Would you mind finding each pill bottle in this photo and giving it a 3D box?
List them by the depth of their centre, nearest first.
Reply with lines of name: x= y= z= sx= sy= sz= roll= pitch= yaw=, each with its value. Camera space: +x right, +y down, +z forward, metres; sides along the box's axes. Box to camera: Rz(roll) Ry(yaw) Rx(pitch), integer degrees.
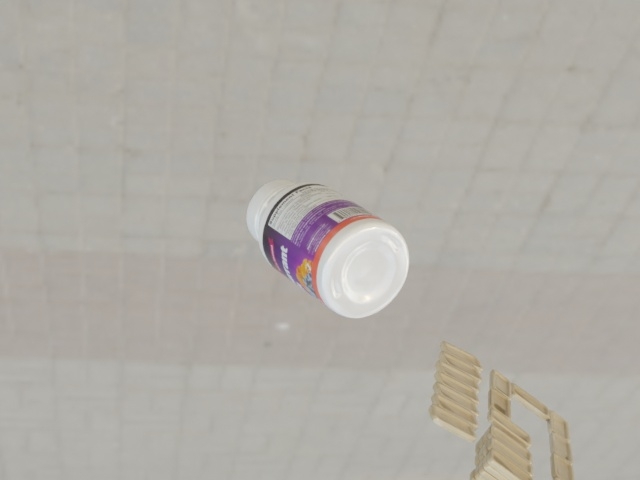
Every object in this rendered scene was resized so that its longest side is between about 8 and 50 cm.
pill bottle: x=0.000 y=0.000 z=1.562 sx=0.108 sy=0.108 sz=0.193 roll=19 pitch=-171 yaw=-37

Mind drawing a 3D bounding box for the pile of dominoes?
pile of dominoes: x=0.197 y=0.215 z=1.643 sx=0.196 sy=0.251 sz=0.040 roll=36 pitch=108 yaw=-5
